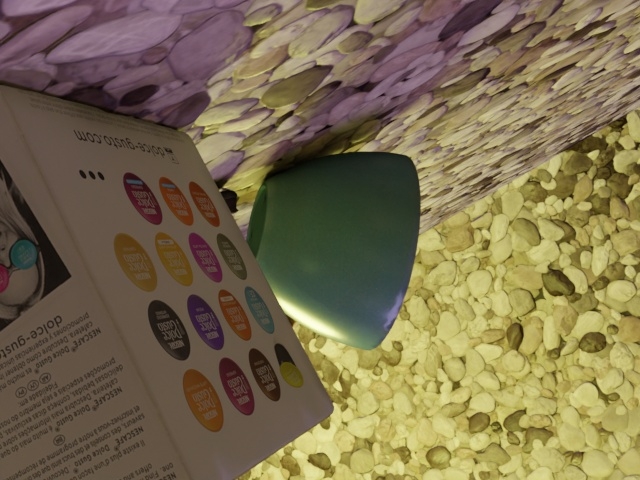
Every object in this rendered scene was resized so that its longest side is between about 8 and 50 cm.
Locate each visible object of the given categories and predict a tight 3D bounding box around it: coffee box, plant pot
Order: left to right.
[{"bbox_3d":[-0.242,0.112,0.858,0.338,0.335,0.337,-30,172,15],"label":"coffee box"},{"bbox_3d":[0.000,0.000,1.384,0.195,0.290,0.290,10,161,-13],"label":"plant pot"}]

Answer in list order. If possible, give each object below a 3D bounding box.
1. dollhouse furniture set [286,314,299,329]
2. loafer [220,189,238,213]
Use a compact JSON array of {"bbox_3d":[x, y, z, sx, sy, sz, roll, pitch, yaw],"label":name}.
[{"bbox_3d":[-0.244,0.163,2.213,0.303,0.198,0.286,17,119,-36],"label":"dollhouse furniture set"},{"bbox_3d":[-0.185,0.003,1.307,0.220,0.078,0.080,-33,171,33],"label":"loafer"}]
